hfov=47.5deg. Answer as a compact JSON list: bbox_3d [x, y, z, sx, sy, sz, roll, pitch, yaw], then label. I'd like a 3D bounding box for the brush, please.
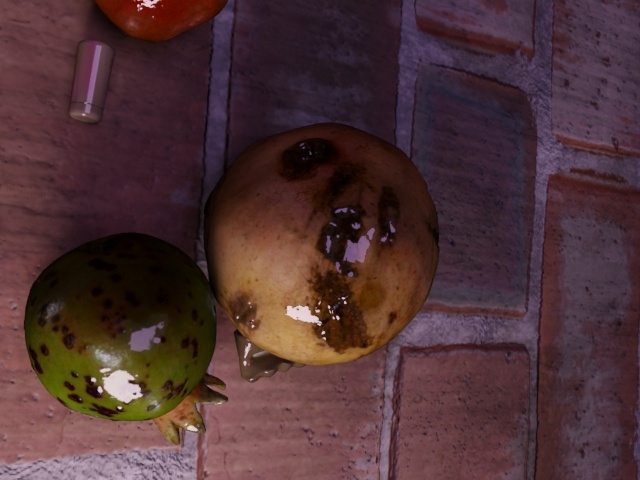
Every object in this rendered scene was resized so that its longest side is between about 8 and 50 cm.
[{"bbox_3d":[0.013,0.132,1.071,0.301,0.071,0.084,-12,106,-32],"label":"brush"}]

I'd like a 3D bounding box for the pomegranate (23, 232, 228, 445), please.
[{"bbox_3d":[-0.201,0.126,0.842,0.231,0.231,0.286,-44,109,-25],"label":"pomegranate"}]

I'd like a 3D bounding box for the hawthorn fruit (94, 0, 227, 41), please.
[{"bbox_3d":[-0.185,-0.358,0.874,0.196,0.225,0.197,7,73,-25],"label":"hawthorn fruit"}]

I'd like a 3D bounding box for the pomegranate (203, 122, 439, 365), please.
[{"bbox_3d":[0.000,0.000,0.929,0.322,0.322,0.322,1,88,-32],"label":"pomegranate"}]

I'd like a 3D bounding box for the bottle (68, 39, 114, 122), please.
[{"bbox_3d":[-0.286,-0.198,0.909,0.045,0.045,0.096,10,84,-31],"label":"bottle"}]
